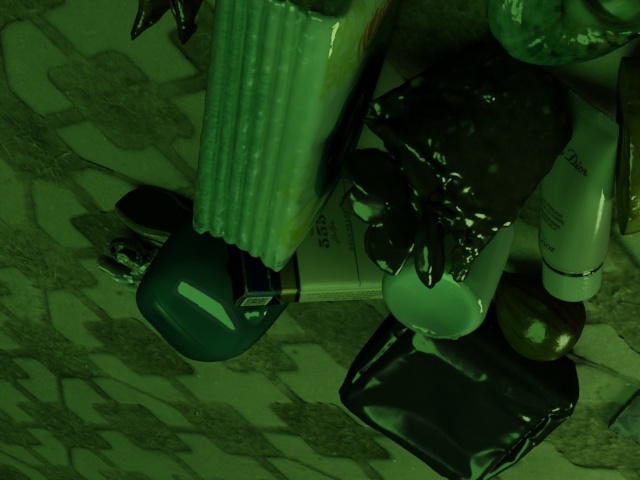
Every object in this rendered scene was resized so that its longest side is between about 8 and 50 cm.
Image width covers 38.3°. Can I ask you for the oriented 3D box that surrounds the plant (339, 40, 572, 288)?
[{"bbox_3d":[0.145,-0.095,1.081,0.199,0.276,0.188,54,166,-27],"label":"plant"}]

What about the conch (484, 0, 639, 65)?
[{"bbox_3d":[0.261,-0.266,0.975,0.188,0.122,0.176,34,110,-4],"label":"conch"}]

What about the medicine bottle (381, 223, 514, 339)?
[{"bbox_3d":[0.178,0.008,1.219,0.139,0.225,0.139,16,138,15],"label":"medicine bottle"}]

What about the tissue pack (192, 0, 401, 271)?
[{"bbox_3d":[-0.024,-0.195,1.088,0.162,0.287,0.388,23,138,7],"label":"tissue pack"}]

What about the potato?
[{"bbox_3d":[0.408,-0.111,1.022,0.158,0.178,0.204,-5,105,14],"label":"potato"}]

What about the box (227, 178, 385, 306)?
[{"bbox_3d":[0.000,0.000,1.270,0.259,0.168,0.071,-1,161,-18],"label":"box"}]

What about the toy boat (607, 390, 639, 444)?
[{"bbox_3d":[0.506,0.282,1.461,0.063,0.016,0.115,25,139,7],"label":"toy boat"}]

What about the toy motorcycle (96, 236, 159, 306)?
[{"bbox_3d":[-0.304,0.082,1.701,0.228,0.074,0.151,31,135,-14],"label":"toy motorcycle"}]

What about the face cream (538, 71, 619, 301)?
[{"bbox_3d":[0.326,-0.055,1.170,0.143,0.089,0.314,-125,19,-46],"label":"face cream"}]

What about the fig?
[{"bbox_3d":[0.275,0.072,1.335,0.236,0.124,0.124,42,142,16],"label":"fig"}]

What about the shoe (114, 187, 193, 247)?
[{"bbox_3d":[-0.241,-0.006,1.562,0.227,0.099,0.112,21,146,10],"label":"shoe"}]

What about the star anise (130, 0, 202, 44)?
[{"bbox_3d":[-0.157,-0.362,1.120,0.272,0.102,0.272,7,101,37],"label":"star anise"}]

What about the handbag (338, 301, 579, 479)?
[{"bbox_3d":[0.210,0.216,1.451,0.302,0.178,0.275,35,124,-7],"label":"handbag"}]

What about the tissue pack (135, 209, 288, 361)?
[{"bbox_3d":[-0.122,0.029,1.369,0.198,0.287,0.206,46,143,-11],"label":"tissue pack"}]
